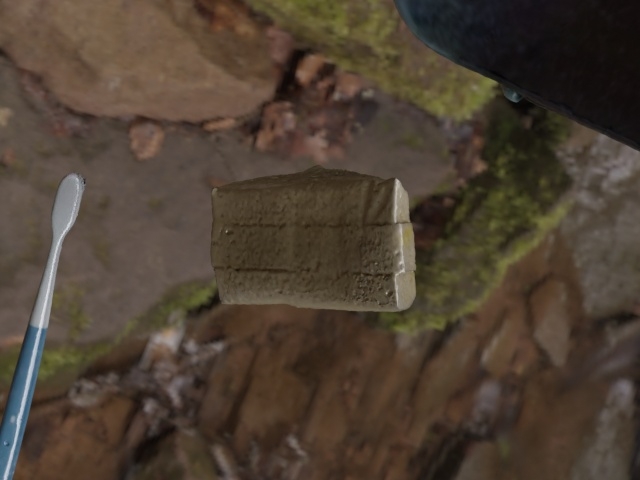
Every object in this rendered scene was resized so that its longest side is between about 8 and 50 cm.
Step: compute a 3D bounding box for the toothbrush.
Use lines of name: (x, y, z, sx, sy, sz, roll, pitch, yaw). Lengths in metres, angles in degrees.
toothbrush: (-0.209, 0.079, 1.077, 0.025, 0.019, 0.276, -77, -177, -76)

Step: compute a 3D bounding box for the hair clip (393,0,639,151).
hair clip: (0.128, -0.011, 0.357, 0.083, 0.275, 0.048, 25, 101, -50)

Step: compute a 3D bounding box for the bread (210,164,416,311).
bread: (0.019, -0.002, 0.855, 0.105, 0.152, 0.077, -9, 99, -47)
